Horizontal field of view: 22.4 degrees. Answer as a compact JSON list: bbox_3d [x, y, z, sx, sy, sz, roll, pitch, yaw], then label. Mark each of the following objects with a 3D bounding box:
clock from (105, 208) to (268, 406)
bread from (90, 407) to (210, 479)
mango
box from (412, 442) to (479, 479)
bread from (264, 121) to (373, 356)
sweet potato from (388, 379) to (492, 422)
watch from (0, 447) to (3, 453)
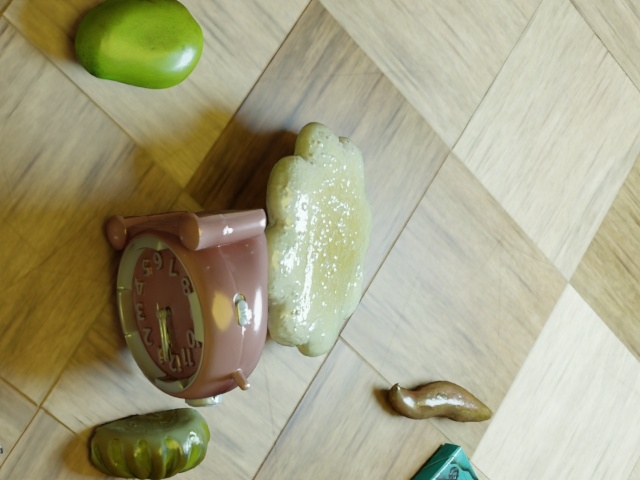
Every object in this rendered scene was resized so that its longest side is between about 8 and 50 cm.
[{"bbox_3d":[-0.143,0.080,1.955,0.142,0.227,0.241,-8,94,-36],"label":"clock"},{"bbox_3d":[-0.198,0.258,2.018,0.157,0.094,0.083,-11,97,-46],"label":"bread"},{"bbox_3d":[-0.217,-0.245,1.957,0.163,0.089,0.117,8,88,-39],"label":"mango"},{"bbox_3d":[0.158,0.429,2.349,0.226,0.042,0.161,-44,120,-28],"label":"box"},{"bbox_3d":[0.000,0.000,2.104,0.316,0.054,0.316,8,90,-66],"label":"bread"},{"bbox_3d":[0.174,0.233,2.342,0.202,0.058,0.055,10,130,-35],"label":"sweet potato"},{"bbox_3d":[-0.391,0.316,1.783,0.211,0.217,0.248,-35,115,-32],"label":"watch"}]
